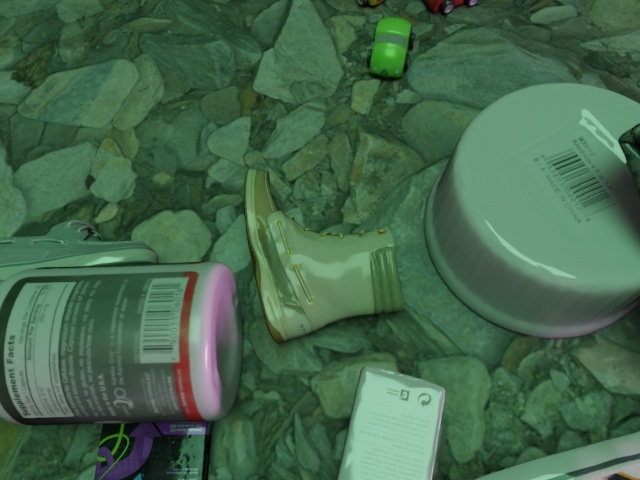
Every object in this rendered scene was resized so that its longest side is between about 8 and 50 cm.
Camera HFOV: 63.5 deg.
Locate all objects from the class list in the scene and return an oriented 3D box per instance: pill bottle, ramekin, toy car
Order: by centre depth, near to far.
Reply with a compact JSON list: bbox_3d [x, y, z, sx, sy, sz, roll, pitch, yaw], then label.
[{"bbox_3d":[-0.235,0.106,0.534,0.284,0.161,0.161,-2,66,3],"label":"pill bottle"},{"bbox_3d":[0.263,-0.041,0.580,0.278,0.135,0.277,-2,66,4],"label":"ramekin"},{"bbox_3d":[0.119,-0.341,0.764,0.239,0.053,0.224,11,67,9],"label":"toy car"}]

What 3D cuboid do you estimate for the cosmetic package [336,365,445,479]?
[{"bbox_3d":[0.051,0.247,0.479,0.086,0.117,0.231,13,67,10],"label":"cosmetic package"}]

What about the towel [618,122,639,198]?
[{"bbox_3d":[0.455,-0.007,0.499,0.312,0.056,0.324,-23,88,-26],"label":"towel"}]

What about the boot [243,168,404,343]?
[{"bbox_3d":[0.000,0.000,0.612,0.165,0.077,0.213,-13,71,-2],"label":"boot"}]

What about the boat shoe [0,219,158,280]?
[{"bbox_3d":[-0.310,0.014,0.624,0.228,0.079,0.081,-7,70,4],"label":"boat shoe"}]

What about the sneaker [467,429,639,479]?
[{"bbox_3d":[0.262,0.245,0.459,0.321,0.126,0.127,-13,61,-3],"label":"sneaker"}]

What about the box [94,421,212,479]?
[{"bbox_3d":[-0.176,0.259,0.535,0.116,0.029,0.162,-2,68,3],"label":"box"}]
